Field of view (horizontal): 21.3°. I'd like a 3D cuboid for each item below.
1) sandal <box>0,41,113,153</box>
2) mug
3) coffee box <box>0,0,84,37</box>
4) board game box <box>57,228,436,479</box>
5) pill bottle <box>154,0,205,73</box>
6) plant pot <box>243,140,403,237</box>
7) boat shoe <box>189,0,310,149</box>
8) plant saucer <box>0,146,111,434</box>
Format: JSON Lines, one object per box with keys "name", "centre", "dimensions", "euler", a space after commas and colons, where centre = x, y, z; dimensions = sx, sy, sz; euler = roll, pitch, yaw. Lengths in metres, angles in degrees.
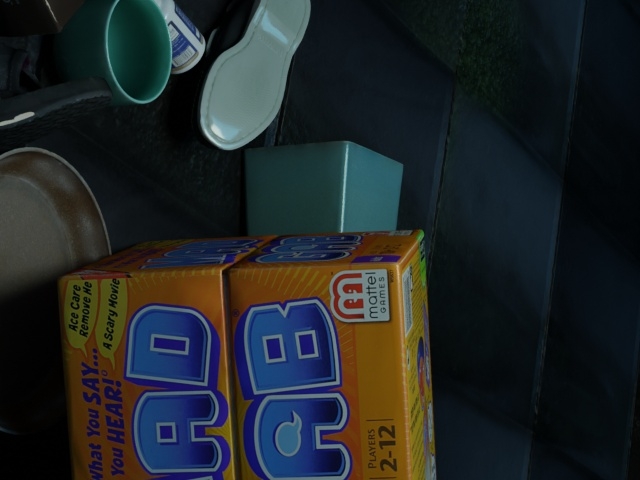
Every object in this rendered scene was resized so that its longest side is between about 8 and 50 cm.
{"name": "sandal", "centre": [-0.366, -0.142, 1.711], "dimensions": [0.446, 0.167, 0.107], "euler": [-18, 87, -59]}
{"name": "mug", "centre": [-0.246, -0.233, 1.969], "dimensions": [0.129, 0.097, 0.158], "euler": [21, 70, -57]}
{"name": "coffee box", "centre": [-0.295, -0.373, 1.869], "dimensions": [0.297, 0.119, 0.168], "euler": [-61, 139, -41]}
{"name": "board game box", "centre": [-0.062, 0.186, 1.905], "dimensions": [0.356, 0.356, 0.356], "euler": [-38, 124, -81]}
{"name": "pill bottle", "centre": [-0.197, -0.263, 2.084], "dimensions": [0.120, 0.067, 0.067], "euler": [49, 49, -48]}
{"name": "plant pot", "centre": [0.000, 0.000, 2.307], "dimensions": [0.166, 0.165, 0.234], "euler": [19, 71, -58]}
{"name": "boat shoe", "centre": [-0.102, -0.224, 2.221], "dimensions": [0.114, 0.091, 0.302], "euler": [47, 49, -22]}
{"name": "plant saucer", "centre": [-0.330, 0.054, 1.850], "dimensions": [0.310, 0.050, 0.310], "euler": [-7, 98, -62]}
